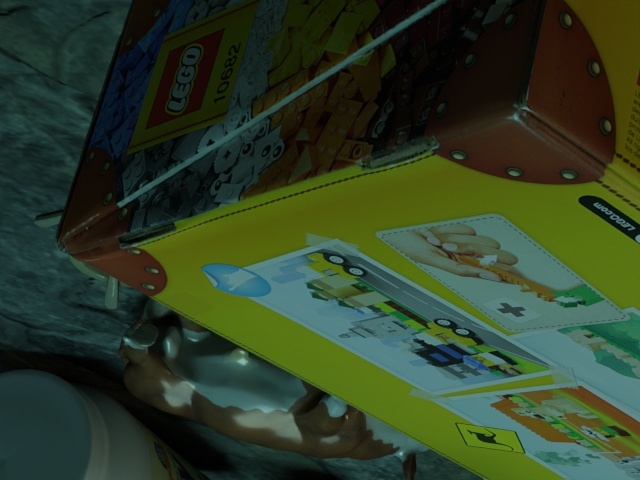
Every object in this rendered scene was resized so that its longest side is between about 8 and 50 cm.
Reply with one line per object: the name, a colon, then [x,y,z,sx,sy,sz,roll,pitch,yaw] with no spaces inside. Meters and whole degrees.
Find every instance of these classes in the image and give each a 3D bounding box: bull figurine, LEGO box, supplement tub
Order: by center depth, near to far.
LEGO box: [0.166,0.001,1.057,0.500,0.193,0.372,31,152,-32]
bull figurine: [-0.029,0.123,1.561,0.310,0.101,0.188,10,152,5]
supplement tub: [-0.248,0.289,1.884,0.235,0.235,0.325,3,154,26]

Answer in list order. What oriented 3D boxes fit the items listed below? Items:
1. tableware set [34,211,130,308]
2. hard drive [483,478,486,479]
tableware set: [-0.136,0.011,1.449,0.128,0.039,0.194,32,151,-33]
hard drive: [0.273,0.244,1.469,0.353,0.047,0.233,52,144,-3]
